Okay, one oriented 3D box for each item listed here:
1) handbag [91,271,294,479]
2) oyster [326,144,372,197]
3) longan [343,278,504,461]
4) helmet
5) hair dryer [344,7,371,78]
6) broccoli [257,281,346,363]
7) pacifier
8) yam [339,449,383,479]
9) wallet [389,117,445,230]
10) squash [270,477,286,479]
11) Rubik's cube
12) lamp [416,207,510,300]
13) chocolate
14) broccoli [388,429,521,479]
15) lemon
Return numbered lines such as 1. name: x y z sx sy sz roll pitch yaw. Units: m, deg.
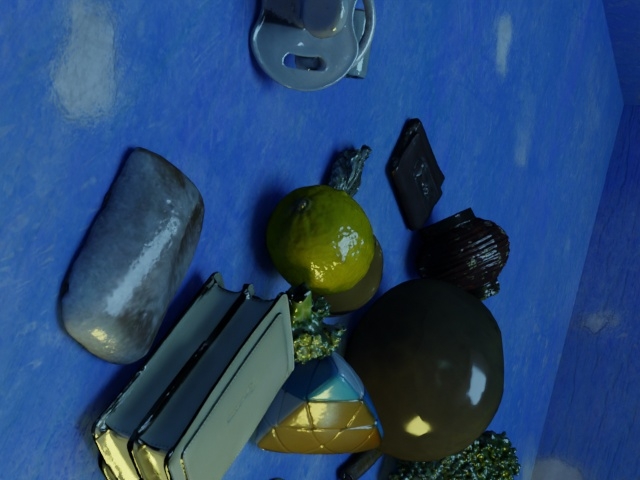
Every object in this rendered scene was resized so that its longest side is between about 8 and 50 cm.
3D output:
1. handbag: -0.184 0.253 1.535 0.358 0.160 0.236 -55 147 -39
2. oyster: 0.055 -0.133 1.981 0.177 0.064 0.125 -44 150 -63
3. longan: 0.217 0.275 2.095 0.336 0.404 0.404 22 75 -24
4. helmet: 0.050 0.059 1.944 0.224 0.130 0.198 -54 138 -39
5. hair dryer: 0.023 -0.389 1.843 0.236 0.073 0.131 7 92 -59
6. broccoli: -0.046 0.140 1.726 0.154 0.167 0.160 -30 144 -27
7. pacifier: 0.004 -0.392 1.646 0.207 0.228 0.278 -155 -111 -74
8. yam: 0.116 0.495 2.262 0.264 0.046 0.046 -26 119 -56
9. wallet: 0.227 -0.156 2.301 0.182 0.049 0.229 -62 144 -28
10. squash: -0.114 0.593 1.896 0.204 0.155 0.236 -26 130 -14
11. Rubik's cube: -0.032 0.296 1.849 0.254 0.254 0.254 -24 118 -58
12. lamp: 0.351 0.044 2.387 0.247 0.247 0.246 -24 118 -58
13. chocolate: -0.254 0.028 1.417 0.303 0.100 0.185 -67 152 -20
14. broccoli: 0.325 0.594 2.423 0.334 0.324 0.272 -70 162 1
15. lemon: 0.000 0.000 1.765 0.231 0.192 0.192 56 49 -52
